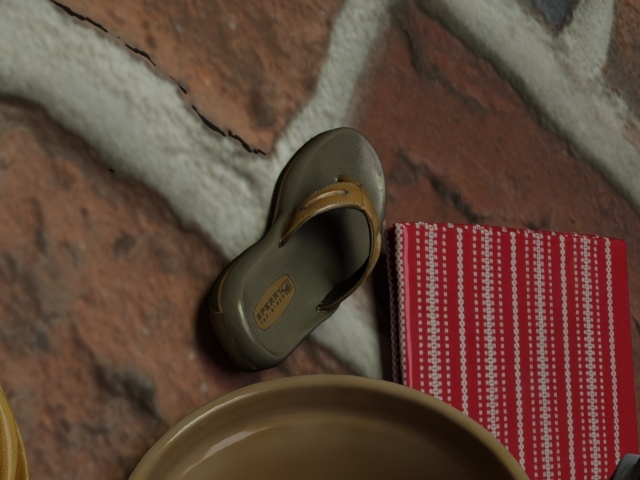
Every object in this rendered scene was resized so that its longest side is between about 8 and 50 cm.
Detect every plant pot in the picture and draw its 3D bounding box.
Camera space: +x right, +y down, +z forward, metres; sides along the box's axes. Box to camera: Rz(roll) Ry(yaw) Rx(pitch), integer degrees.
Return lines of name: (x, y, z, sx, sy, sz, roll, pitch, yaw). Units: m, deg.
plant pot: (0.004, 0.196, 0.815, 0.237, 0.237, 0.109, -54, 155, -43)

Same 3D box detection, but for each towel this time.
towel: (0.147, 0.089, 1.089, 0.275, 0.031, 0.198, 4, 80, -44)

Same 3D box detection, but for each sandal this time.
sandal: (0.000, 0.000, 0.952, 0.090, 0.060, 0.219, 57, 38, -15)

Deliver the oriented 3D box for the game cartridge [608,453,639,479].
game cartridge: (0.126, 0.273, 0.815, 0.068, 0.355, 0.230, 21, 47, 7)

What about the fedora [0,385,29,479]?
fedora: (-0.199, 0.103, 0.695, 0.194, 0.079, 0.194, 18, 64, -42)
